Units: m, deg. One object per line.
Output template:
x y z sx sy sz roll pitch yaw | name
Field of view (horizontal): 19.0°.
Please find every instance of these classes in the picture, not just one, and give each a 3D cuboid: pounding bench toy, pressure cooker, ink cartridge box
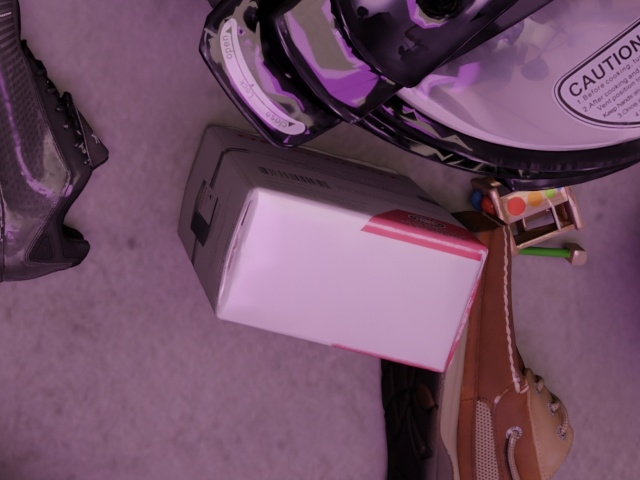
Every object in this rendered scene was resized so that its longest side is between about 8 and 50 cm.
0.150 -0.011 1.377 0.065 0.052 0.083 -22 104 -7 | pounding bench toy
0.104 -0.221 1.141 0.375 0.420 0.370 8 98 -13 | pressure cooker
0.000 0.000 1.263 0.159 0.218 0.092 15 102 -14 | ink cartridge box

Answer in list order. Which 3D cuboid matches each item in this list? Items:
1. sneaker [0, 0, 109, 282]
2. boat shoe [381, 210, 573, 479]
-0.197 -0.080 1.284 0.106 0.078 0.234 -4 105 -14 | sneaker
0.114 0.137 1.371 0.120 0.122 0.324 -2 109 -17 | boat shoe
